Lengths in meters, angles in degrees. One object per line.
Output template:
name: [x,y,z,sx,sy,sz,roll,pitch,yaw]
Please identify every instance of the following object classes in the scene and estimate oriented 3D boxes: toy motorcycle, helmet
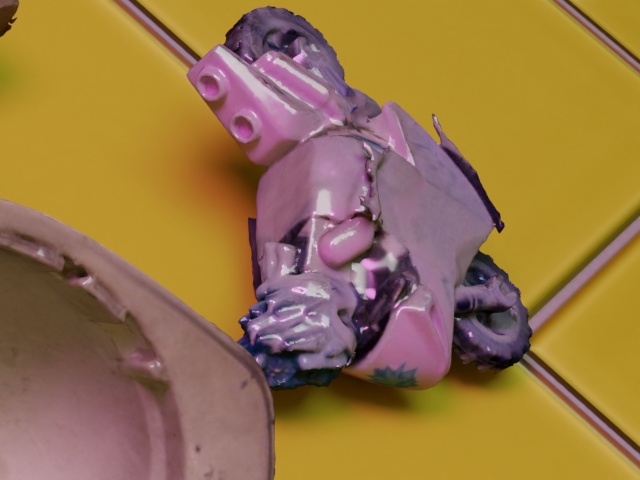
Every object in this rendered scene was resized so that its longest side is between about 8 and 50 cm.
toy motorcycle: [0.003,-0.003,0.987,0.239,0.108,0.204,40,41,8]
helmet: [-0.162,0.088,0.772,0.258,0.137,0.204,26,75,-32]

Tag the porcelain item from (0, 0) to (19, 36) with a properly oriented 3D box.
porcelain item: [-0.252,-0.185,0.991,0.215,0.081,0.069,57,34,6]
